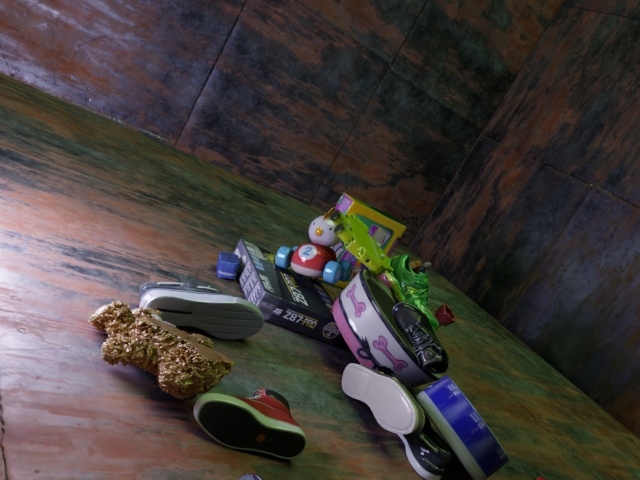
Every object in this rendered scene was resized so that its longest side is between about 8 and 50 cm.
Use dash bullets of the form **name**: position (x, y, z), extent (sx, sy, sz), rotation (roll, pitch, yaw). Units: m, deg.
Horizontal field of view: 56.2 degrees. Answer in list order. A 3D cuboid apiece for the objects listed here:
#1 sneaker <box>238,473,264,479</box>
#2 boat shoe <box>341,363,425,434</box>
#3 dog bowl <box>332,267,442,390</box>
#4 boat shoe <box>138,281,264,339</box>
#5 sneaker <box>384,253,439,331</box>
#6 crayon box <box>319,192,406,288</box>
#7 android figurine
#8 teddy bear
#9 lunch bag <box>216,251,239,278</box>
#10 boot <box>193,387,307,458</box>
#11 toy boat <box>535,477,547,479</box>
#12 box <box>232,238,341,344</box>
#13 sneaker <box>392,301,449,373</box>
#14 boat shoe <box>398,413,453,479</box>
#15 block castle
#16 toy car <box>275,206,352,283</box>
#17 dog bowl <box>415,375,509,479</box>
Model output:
- **sneaker**: position (-0.128, 0.437, 0.916), extent (0.098, 0.083, 0.224), rotation (21, 15, -20)
- **boat shoe**: position (0.174, 0.408, 1.556), extent (0.096, 0.117, 0.324), rotation (19, -1, -29)
- **dog bowl**: position (0.196, 0.291, 1.856), extent (0.408, 0.150, 0.408), rotation (51, 11, -14)
- **boat shoe**: position (-0.296, 0.159, 1.520), extent (0.335, 0.121, 0.119), rotation (20, 21, -35)
- **sneaker**: position (0.319, 0.170, 2.014), extent (0.296, 0.123, 0.109), rotation (61, 14, 24)
- **crayon box**: position (0.142, 0.023, 2.538), extent (0.313, 0.363, 0.106), rotation (23, 14, -32)
- **android figurine**: position (0.142, 0.013, 1.971), extent (0.273, 0.056, 0.248), rotation (40, 19, -27)
- **teddy bear**: position (-0.335, 0.226, 1.239), extent (0.337, 0.113, 0.245), rotation (25, 1, 17)
- **lunch bag**: position (-0.303, 0.083, 1.949), extent (0.067, 0.065, 0.098), rotation (11, 18, -14)
- **boot**: position (-0.156, 0.344, 1.229), extent (0.244, 0.088, 0.176), rotation (29, 8, -25)
- **toy boat**: position (0.448, 0.653, 1.335), extent (0.267, 0.148, 0.318), rotation (31, 19, 24)
- **box**: position (-0.115, 0.165, 1.993), extent (0.318, 0.097, 0.395), rotation (23, 15, -26)
- **sneaker**: position (0.280, 0.270, 1.651), extent (0.228, 0.087, 0.130), rotation (59, 5, 3)
- **boat shoe**: position (0.252, 0.491, 1.572), extent (0.114, 0.091, 0.302), rotation (23, 14, -31)
- **block castle**: position (0.352, 0.235, 2.299), extent (0.303, 0.212, 0.453), rotation (56, 23, 13)
- **toy car**: position (0.000, 0.000, 2.014), extent (0.219, 0.238, 0.210), rotation (16, 6, 21)
- **dog bowl**: position (0.367, 0.490, 1.567), extent (0.265, 0.104, 0.265), rotation (55, -2, 3)
